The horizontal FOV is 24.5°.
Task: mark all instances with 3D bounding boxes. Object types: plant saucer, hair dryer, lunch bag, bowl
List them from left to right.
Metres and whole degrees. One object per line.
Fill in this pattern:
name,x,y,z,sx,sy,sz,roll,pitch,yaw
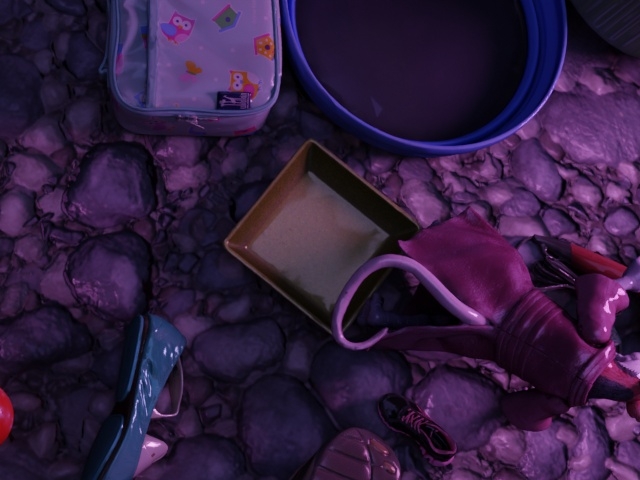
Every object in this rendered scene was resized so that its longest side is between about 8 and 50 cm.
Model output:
lunch bag,-0.166,-0.265,1.848,0.224,0.108,0.279,1,76,-12
plant saucer,0.000,0.000,1.851,0.188,0.045,0.188,39,71,0
bowl,0.130,-0.292,1.928,0.391,0.077,0.391,4,74,-15
hair dryer,0.404,0.051,1.910,0.293,0.080,0.224,-25,82,-17

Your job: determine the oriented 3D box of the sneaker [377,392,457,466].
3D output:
sneaker,0.123,0.229,1.815,0.119,0.057,0.047,40,73,1

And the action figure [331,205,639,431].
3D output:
action figure,0.245,0.096,1.748,0.370,0.275,0.248,29,100,26

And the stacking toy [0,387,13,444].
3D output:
stacking toy,-0.459,0.293,1.635,0.141,0.141,0.330,36,68,-2

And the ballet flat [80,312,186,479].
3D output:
ballet flat,-0.212,0.210,1.735,0.087,0.083,0.247,22,74,-21

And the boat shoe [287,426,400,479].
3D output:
boat shoe,-0.033,0.379,1.705,0.132,0.130,0.355,41,66,-3

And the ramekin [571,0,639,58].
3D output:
ramekin,0.461,-0.385,1.964,0.303,0.148,0.303,11,64,-23
